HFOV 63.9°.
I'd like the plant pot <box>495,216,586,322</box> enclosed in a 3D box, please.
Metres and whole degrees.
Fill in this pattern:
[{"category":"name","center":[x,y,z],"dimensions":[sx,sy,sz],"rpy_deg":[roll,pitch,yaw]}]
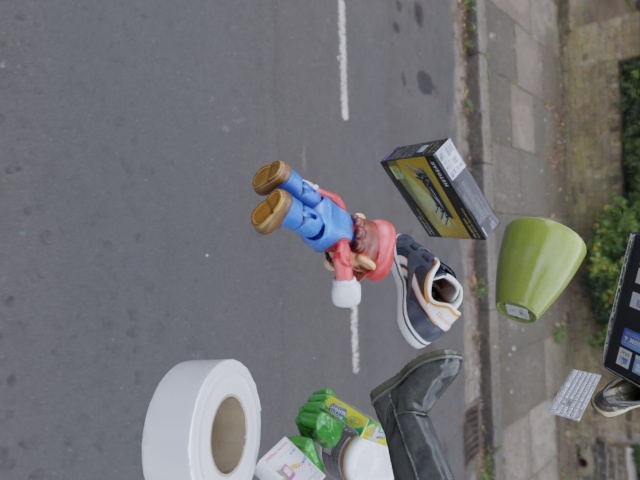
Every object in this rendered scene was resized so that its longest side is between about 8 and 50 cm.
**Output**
[{"category":"plant pot","center":[0.709,0.119,1.735],"dimensions":[0.275,0.275,0.293],"rpy_deg":[50,61,-37]}]

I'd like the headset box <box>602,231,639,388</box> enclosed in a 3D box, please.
[{"category":"headset box","center":[0.431,0.077,0.398],"dimensions":[0.283,0.246,0.131],"rpy_deg":[-4,108,-25]}]

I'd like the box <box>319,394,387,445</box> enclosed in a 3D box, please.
[{"category":"box","center":[0.076,0.376,1.074],"dimensions":[0.043,0.105,0.179],"rpy_deg":[-61,144,-9]}]

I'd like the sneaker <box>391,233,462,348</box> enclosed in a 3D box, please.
[{"category":"sneaker","center":[0.232,0.082,1.120],"dimensions":[0.126,0.127,0.321],"rpy_deg":[38,30,-27]}]

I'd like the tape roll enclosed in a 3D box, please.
[{"category":"tape roll","center":[-0.216,0.373,0.993],"dimensions":[0.286,0.100,0.286],"rpy_deg":[-6,90,-72]}]

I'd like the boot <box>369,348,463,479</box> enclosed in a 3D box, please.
[{"category":"boot","center":[0.153,0.277,0.697],"dimensions":[0.076,0.189,0.208],"rpy_deg":[17,41,-28]}]

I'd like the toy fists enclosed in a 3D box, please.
[{"category":"toy fists","center":[-0.026,0.507,1.299],"dimensions":[0.279,0.096,0.142],"rpy_deg":[-58,146,-39]}]

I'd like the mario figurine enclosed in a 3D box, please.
[{"category":"mario figurine","center":[0.000,0.000,0.937],"dimensions":[0.320,0.170,0.198],"rpy_deg":[32,76,-36]}]

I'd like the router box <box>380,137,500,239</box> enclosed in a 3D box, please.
[{"category":"router box","center":[0.346,-0.142,1.505],"dimensions":[0.081,0.243,0.309],"rpy_deg":[-46,112,-19]}]

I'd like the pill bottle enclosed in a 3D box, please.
[{"category":"pill bottle","center":[0.097,0.632,1.510],"dimensions":[0.162,0.278,0.162],"rpy_deg":[4,77,-19]}]

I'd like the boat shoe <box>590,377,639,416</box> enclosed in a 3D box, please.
[{"category":"boat shoe","center":[0.506,0.235,0.812],"dimensions":[0.049,0.152,0.056],"rpy_deg":[79,-15,-56]}]

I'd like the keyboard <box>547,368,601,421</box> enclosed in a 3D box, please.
[{"category":"keyboard","center":[0.648,0.387,1.304],"dimensions":[0.256,0.072,0.014],"rpy_deg":[-18,114,-50]}]

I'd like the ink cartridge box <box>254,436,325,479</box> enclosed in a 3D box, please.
[{"category":"ink cartridge box","center":[-0.066,0.491,1.081],"dimensions":[0.088,0.122,0.052],"rpy_deg":[-28,148,-50]}]
